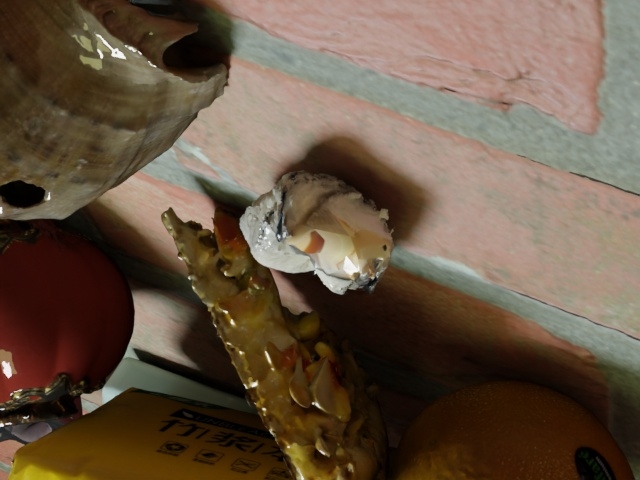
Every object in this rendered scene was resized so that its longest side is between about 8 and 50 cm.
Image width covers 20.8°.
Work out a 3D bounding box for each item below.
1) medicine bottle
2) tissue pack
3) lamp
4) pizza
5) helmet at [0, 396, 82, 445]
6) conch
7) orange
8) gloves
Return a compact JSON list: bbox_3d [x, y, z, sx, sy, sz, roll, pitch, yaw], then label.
[{"bbox_3d":[-0.114,0.204,1.835,0.229,0.083,0.121,18,147,28],"label":"medicine bottle"},{"bbox_3d":[-0.069,0.292,1.612,0.382,0.228,0.293,11,-168,17],"label":"tissue pack"},{"bbox_3d":[-0.285,0.068,1.622,0.227,0.227,0.227,25,156,12],"label":"lamp"},{"bbox_3d":[-0.013,0.097,1.466,0.287,0.074,0.251,62,-172,13],"label":"pizza"},{"bbox_3d":[-0.368,0.155,1.956,0.253,0.154,0.198,-9,151,28],"label":"helmet"},{"bbox_3d":[-0.225,-0.098,1.260,0.324,0.186,0.263,16,171,32],"label":"conch"},{"bbox_3d":[0.158,0.209,1.406,0.206,0.206,0.206,25,156,12],"label":"orange"},{"bbox_3d":[0.001,-0.004,1.304,0.114,0.070,0.153,25,164,-10],"label":"gloves"}]
